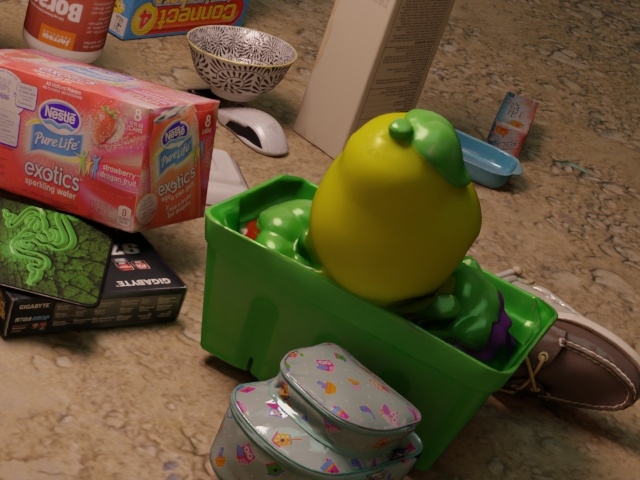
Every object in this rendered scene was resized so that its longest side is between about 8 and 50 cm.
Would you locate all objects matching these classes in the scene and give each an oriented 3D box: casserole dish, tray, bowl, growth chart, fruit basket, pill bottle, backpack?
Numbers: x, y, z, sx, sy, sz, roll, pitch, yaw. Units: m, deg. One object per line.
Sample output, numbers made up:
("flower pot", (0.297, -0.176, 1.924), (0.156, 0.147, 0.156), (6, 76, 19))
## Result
("casserole dish", (0.235, -0.135, 2.263), (0.188, 0.037, 0.114), (25, 27, 11))
("tray", (-0.222, -0.104, 1.894), (0.270, 0.030, 0.145), (8, 28, -23))
("bowl", (-0.125, -0.261, 2.118), (0.170, 0.080, 0.170), (11, 26, -5))
("growth chart", (0.296, 0.108, 1.855), (0.172, 0.021, 0.237), (-10, 39, -45))
("fruit basket", (0.072, 0.012, 1.484), (0.392, 0.392, 0.283), (27, 22, 15))
("pill bottle", (-0.362, -0.332, 2.021), (0.121, 0.216, 0.121), (15, 26, -8))
("backpack", (-0.007, 0.192, 1.350), (0.166, 0.144, 0.188), (40, 34, 27))

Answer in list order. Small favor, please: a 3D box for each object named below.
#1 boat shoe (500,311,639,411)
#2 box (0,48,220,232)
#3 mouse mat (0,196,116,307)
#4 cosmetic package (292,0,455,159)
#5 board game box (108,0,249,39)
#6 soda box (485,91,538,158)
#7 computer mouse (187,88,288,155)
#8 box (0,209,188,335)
("boat shoe", (0.227, 0.131, 1.665), (0.324, 0.116, 0.097), (23, 31, 15))
("box", (-0.286, -0.127, 1.674), (0.300, 0.154, 0.142), (17, 17, 28))
("mouse mat", (-0.305, 0.009, 1.526), (0.153, 0.007, 0.189), (15, 25, -9))
("cosmetic package", (0.087, -0.286, 2.141), (0.113, 0.309, 0.160), (37, 30, 30))
("board game box", (-0.217, -0.499, 2.346), (0.086, 0.302, 0.308), (35, 30, 27))
("soda box", (0.331, -0.198, 2.425), (0.063, 0.058, 0.183), (23, 26, 6))
("computer mouse", (-0.115, -0.190, 2.117), (0.193, 0.042, 0.106), (37, 30, 31))
("box", (-0.286, 0.031, 1.564), (0.220, 0.051, 0.175), (-3, 34, -38))
